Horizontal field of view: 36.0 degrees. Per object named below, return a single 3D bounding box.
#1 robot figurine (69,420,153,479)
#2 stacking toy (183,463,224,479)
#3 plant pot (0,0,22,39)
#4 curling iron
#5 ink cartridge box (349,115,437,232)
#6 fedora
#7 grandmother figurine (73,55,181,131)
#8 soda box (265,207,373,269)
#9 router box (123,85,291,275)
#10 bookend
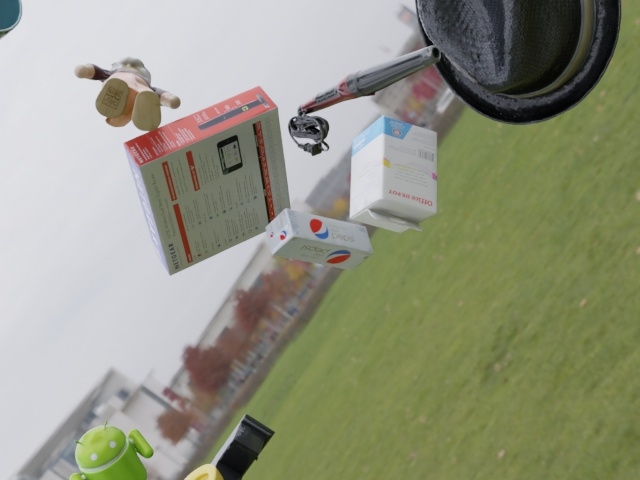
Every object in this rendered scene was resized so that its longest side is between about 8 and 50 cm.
[{"bbox_3d":[-0.257,0.276,1.209,0.101,0.115,0.067,-34,28,-23],"label":"robot figurine"},{"bbox_3d":[-0.221,0.564,1.672,0.309,0.130,0.279,-48,20,-10],"label":"stacking toy"},{"bbox_3d":[-0.610,-0.353,1.418,0.195,0.290,0.290,-38,5,21],"label":"plant pot"},{"bbox_3d":[0.047,-0.163,1.117,0.035,0.068,0.274,-21,-2,-38],"label":"curling iron"},{"bbox_3d":[0.100,-0.081,1.361,0.090,0.092,0.143,-32,49,56],"label":"ink cartridge box"},{"bbox_3d":[0.228,-0.312,1.310,0.152,0.334,0.334,-21,-28,-50],"label":"fedora"},{"bbox_3d":[-0.379,-0.294,1.923,0.104,0.207,0.342,-58,16,10],"label":"grandmother figurine"},{"bbox_3d":[0.000,0.000,1.969,0.074,0.216,0.069,-41,51,37],"label":"soda box"},{"bbox_3d":[-0.219,-0.117,2.018,0.301,0.082,0.335,-25,-38,-17],"label":"router box"},{"bbox_3d":[-0.172,0.450,1.930,0.157,0.072,0.156,-56,4,20],"label":"bookend"}]
